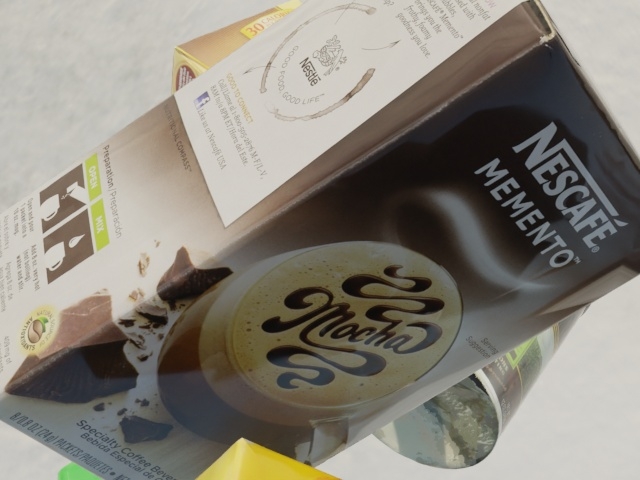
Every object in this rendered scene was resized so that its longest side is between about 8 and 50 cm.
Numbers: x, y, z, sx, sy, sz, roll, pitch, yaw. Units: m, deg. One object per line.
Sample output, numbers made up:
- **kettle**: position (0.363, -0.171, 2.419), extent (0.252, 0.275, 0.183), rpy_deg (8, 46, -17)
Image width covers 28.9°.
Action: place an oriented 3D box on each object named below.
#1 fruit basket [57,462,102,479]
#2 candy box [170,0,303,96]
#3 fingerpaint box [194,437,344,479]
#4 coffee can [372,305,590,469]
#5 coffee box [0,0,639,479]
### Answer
- **fruit basket**: position (-0.049, 0.300, 0.986), extent (0.165, 0.327, 0.353), rpy_deg (-42, 112, 0)
- **candy box**: position (-0.001, -0.126, 1.377), extent (0.316, 0.183, 0.087), rpy_deg (45, 144, 26)
- **fingerpaint box**: position (0.062, 0.344, 0.403), extent (0.371, 0.444, 0.163), rpy_deg (25, 141, -14)
- **coffee can**: position (0.171, 0.095, 1.415), extent (0.202, 0.275, 0.201), rpy_deg (22, 135, 24)
- **coffee box**: position (0.000, 0.000, 0.600), extent (0.297, 0.118, 0.168), rpy_deg (-33, 134, 15)
